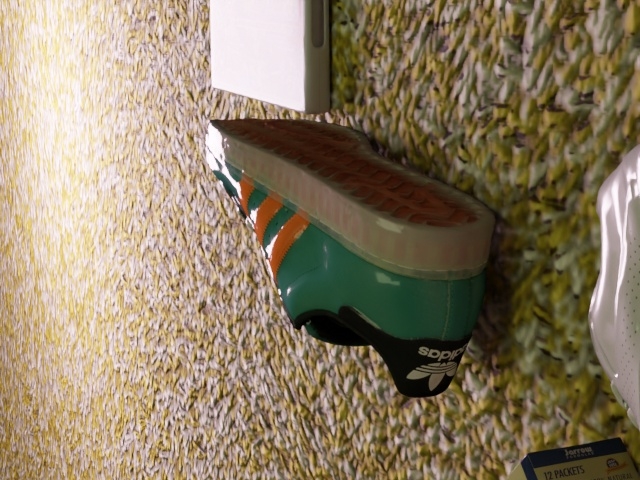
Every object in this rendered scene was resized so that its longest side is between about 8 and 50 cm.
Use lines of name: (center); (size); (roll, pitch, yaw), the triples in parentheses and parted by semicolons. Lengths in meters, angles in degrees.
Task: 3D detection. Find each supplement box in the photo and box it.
supplement box: (0.125, 0.156, 0.668); (0.083, 0.056, 0.083); (114, 143, -50)

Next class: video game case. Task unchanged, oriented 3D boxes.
video game case: (-0.042, -0.198, 1.019); (0.201, 0.023, 0.183); (-154, 61, -62)

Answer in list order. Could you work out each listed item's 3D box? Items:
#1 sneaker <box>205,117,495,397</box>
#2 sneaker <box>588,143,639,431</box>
sneaker: (0.000, 0.000, 0.859); (0.302, 0.108, 0.121); (38, 125, 58)
sneaker: (0.162, 0.062, 0.546); (0.115, 0.090, 0.232); (134, 135, -69)
